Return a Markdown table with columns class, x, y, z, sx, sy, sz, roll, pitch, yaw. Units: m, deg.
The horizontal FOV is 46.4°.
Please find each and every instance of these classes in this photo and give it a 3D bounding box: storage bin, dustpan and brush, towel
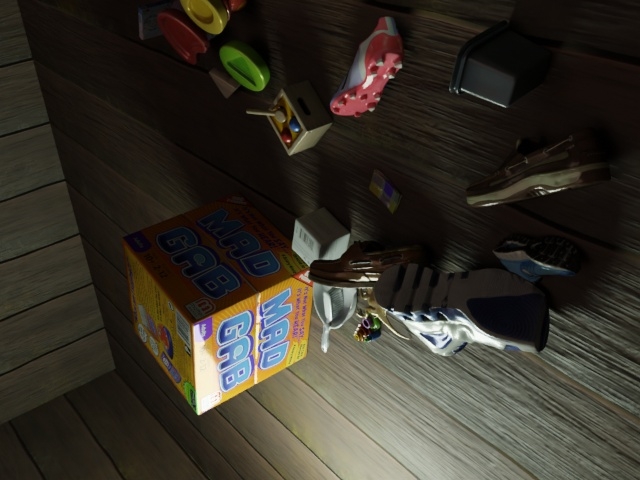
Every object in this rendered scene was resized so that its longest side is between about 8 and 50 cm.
| class | x | y | z | sx | sy | sz | roll | pitch | yaw |
| --- | --- | --- | --- | --- | --- | --- | --- | --- | --- |
| storage bin | 0.265 | -0.245 | 1.089 | 0.091 | 0.135 | 0.098 | 35 | 139 | 26 |
| dustpan and brush | 0.025 | 0.182 | 1.832 | 0.147 | 0.060 | 0.211 | 33 | 137 | 42 |
| towel | 0.130 | -0.099 | 1.516 | 0.083 | 0.009 | 0.060 | 50 | 146 | 25 |

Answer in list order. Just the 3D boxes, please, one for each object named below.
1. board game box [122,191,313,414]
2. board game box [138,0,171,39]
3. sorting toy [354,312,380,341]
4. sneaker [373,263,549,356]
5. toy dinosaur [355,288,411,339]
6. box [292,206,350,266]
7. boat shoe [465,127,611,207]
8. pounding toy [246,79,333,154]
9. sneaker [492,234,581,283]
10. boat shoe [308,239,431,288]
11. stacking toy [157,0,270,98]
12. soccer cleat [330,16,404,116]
| class | x | y | z | sx | sy | sz | roll | pitch | yaw |
| --- | --- | --- | --- | --- | --- | --- | --- | --- | --- |
| board game box | -0.269 | 0.157 | 1.981 | 0.356 | 0.356 | 0.356 | 42 | 143 | 34 |
| board game box | -0.435 | -0.582 | 1.969 | 0.020 | 0.090 | 0.090 | 44 | 143 | 29 |
| sorting toy | 0.106 | 0.209 | 1.744 | 0.061 | 0.042 | 0.102 | 49 | 146 | 26 |
| sneaker | 0.270 | 0.138 | 1.372 | 0.315 | 0.127 | 0.182 | 10 | 155 | 32 |
| toy dinosaur | 0.125 | 0.152 | 1.664 | 0.092 | 0.053 | 0.183 | -27 | 88 | 58 |
| box | 0.000 | 0.000 | 1.713 | 0.101 | 0.087 | 0.102 | 46 | 145 | 31 |
| boat shoe | 0.323 | -0.112 | 1.142 | 0.257 | 0.095 | 0.095 | -12 | 87 | 53 |
| pounding toy | -0.069 | -0.268 | 1.615 | 0.141 | 0.100 | 0.130 | 60 | 149 | 8 |
| sneaker | 0.361 | 0.035 | 1.222 | 0.162 | 0.063 | 0.073 | 15 | 141 | 58 |
| boat shoe | 0.101 | 0.047 | 1.568 | 0.307 | 0.110 | 0.104 | 3 | 99 | 39 |
| stacking toy | -0.219 | -0.486 | 1.738 | 0.279 | 0.130 | 0.309 | 47 | 159 | -23 |
| soccer cleat | 0.085 | -0.312 | 1.385 | 0.248 | 0.083 | 0.095 | 137 | 135 | -64 |
